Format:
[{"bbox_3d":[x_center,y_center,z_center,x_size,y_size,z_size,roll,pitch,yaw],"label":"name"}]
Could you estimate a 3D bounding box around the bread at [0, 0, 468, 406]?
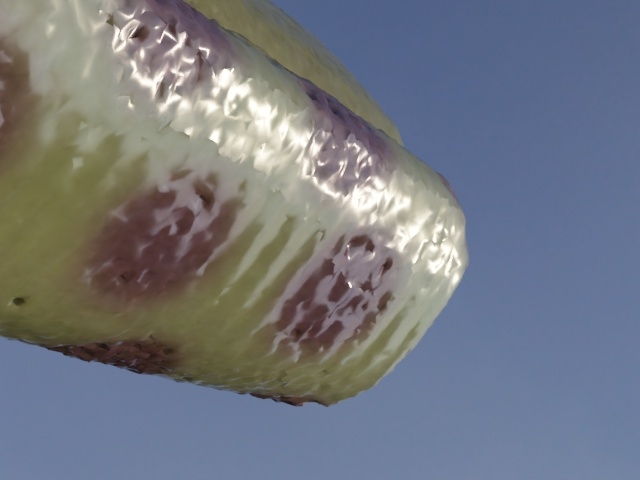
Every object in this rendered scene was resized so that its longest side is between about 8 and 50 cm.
[{"bbox_3d":[-0.105,-0.051,0.467,0.155,0.338,0.187,-47,-125,11],"label":"bread"}]
